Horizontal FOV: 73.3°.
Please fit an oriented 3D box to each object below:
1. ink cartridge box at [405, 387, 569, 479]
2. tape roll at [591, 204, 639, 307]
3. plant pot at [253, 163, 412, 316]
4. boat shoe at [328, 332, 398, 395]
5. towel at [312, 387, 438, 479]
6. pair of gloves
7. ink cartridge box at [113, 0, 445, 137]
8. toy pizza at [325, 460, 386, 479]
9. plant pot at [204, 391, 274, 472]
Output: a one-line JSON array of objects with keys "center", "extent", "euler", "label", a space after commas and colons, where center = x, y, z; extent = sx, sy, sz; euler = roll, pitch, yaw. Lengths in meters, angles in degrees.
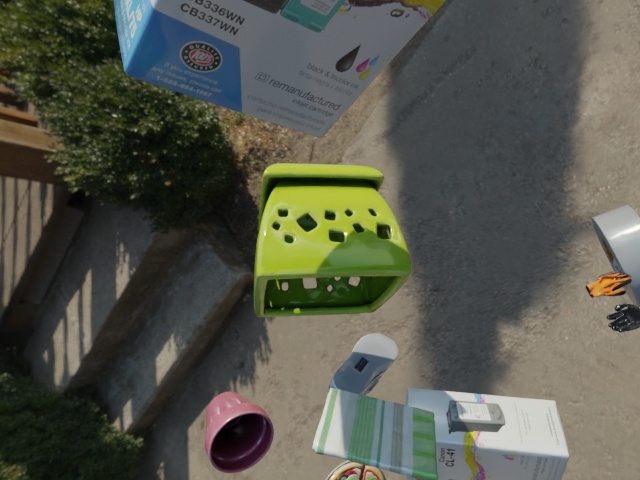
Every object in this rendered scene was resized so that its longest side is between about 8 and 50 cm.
[{"center": [0.340, 0.449, 0.933], "extent": [0.305, 0.131, 0.226], "euler": [-1, 125, 13], "label": "ink cartridge box"}, {"center": [0.677, 0.036, 0.936], "extent": [0.072, 0.219, 0.219], "euler": [-25, 75, 26], "label": "tape roll"}, {"center": [0.000, 0.000, 0.723], "extent": [0.228, 0.226, 0.207], "euler": [110, 157, -63], "label": "plant pot"}, {"center": [0.090, 0.296, 0.977], "extent": [0.095, 0.258, 0.084], "euler": [37, 121, 24], "label": "boat shoe"}, {"center": [0.074, 0.252, 0.562], "extent": [0.151, 0.113, 0.023], "euler": [11, 113, 9], "label": "towel"}, {"center": [0.423, 0.085, 0.609], "extent": [0.074, 0.010, 0.083], "euler": [-18, 72, -9], "label": "pair of gloves"}, {"center": [-0.017, -0.260, 0.332], "extent": [0.270, 0.198, 0.197], "euler": [-41, 56, 39], "label": "ink cartridge box"}, {"center": [0.085, 0.632, 1.028], "extent": [0.032, 0.201, 0.202], "euler": [163, 103, -64], "label": "toy pizza"}, {"center": [-0.269, 0.572, 1.334], "extent": [0.180, 0.201, 0.202], "euler": [26, 103, 58], "label": "plant pot"}]
